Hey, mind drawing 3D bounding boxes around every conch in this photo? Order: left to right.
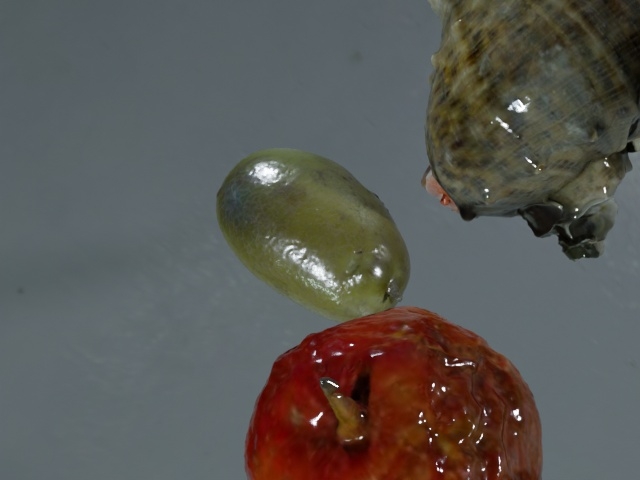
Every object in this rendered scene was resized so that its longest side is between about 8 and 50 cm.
[{"bbox_3d":[0.166,-0.118,1.251,0.210,0.159,0.291,-18,111,24],"label":"conch"}]

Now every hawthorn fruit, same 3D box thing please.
[{"bbox_3d":[0.037,0.136,1.109,0.207,0.243,0.207,-7,69,18],"label":"hawthorn fruit"}]

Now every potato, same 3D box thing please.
[{"bbox_3d":[0.000,0.000,1.820,0.251,0.174,0.159,36,137,29],"label":"potato"}]

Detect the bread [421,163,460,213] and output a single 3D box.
[{"bbox_3d":[0.178,-0.100,1.797,0.073,0.160,0.160,41,94,-3],"label":"bread"}]
